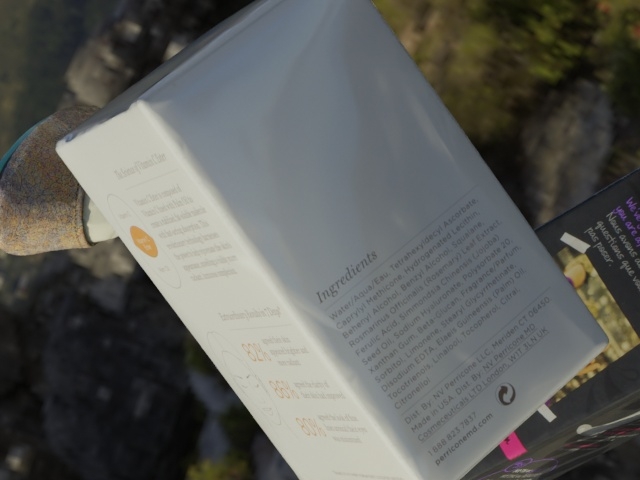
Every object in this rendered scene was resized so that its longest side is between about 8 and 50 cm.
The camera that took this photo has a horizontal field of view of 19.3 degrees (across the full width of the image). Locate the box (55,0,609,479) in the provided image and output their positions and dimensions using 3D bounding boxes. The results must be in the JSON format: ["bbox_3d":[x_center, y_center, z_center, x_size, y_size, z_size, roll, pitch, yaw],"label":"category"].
[{"bbox_3d":[0.000,0.000,0.691,0.091,0.170,0.130,-38,10,-19],"label":"box"}]

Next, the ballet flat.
[{"bbox_3d":[-0.158,-0.057,1.485,0.316,0.106,0.107,-48,-33,-67],"label":"ballet flat"}]

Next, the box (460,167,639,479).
[{"bbox_3d":[0.184,0.076,1.371,0.270,0.165,0.143,-31,71,24],"label":"box"}]
